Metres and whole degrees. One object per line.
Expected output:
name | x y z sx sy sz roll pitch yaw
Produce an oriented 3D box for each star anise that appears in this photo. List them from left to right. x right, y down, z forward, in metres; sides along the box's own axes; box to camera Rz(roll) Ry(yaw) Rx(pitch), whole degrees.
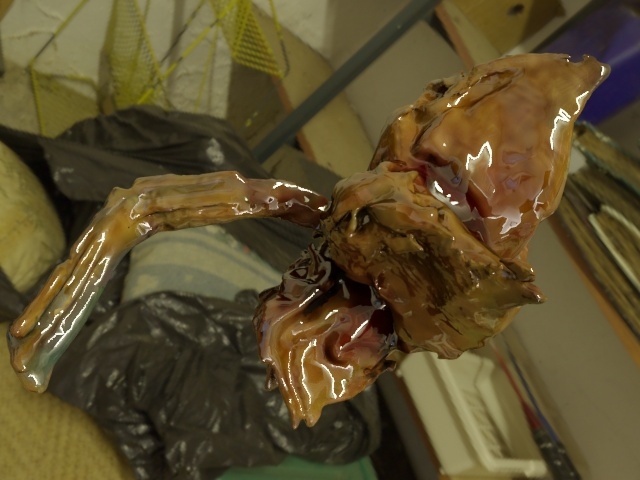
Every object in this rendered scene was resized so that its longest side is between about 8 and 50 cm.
star anise | 0.001 0.011 0.406 0.237 0.346 0.148 -100 171 -81
